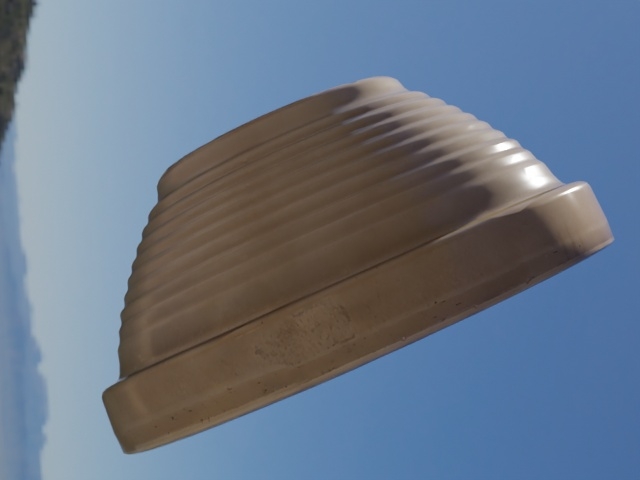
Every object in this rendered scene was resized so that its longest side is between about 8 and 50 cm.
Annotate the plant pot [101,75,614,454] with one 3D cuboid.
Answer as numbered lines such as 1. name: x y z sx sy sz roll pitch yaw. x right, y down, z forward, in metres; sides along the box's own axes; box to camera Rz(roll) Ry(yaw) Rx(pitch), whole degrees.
1. plant pot: 0.000 0.000 0.556 0.110 0.237 0.237 65 -16 3
